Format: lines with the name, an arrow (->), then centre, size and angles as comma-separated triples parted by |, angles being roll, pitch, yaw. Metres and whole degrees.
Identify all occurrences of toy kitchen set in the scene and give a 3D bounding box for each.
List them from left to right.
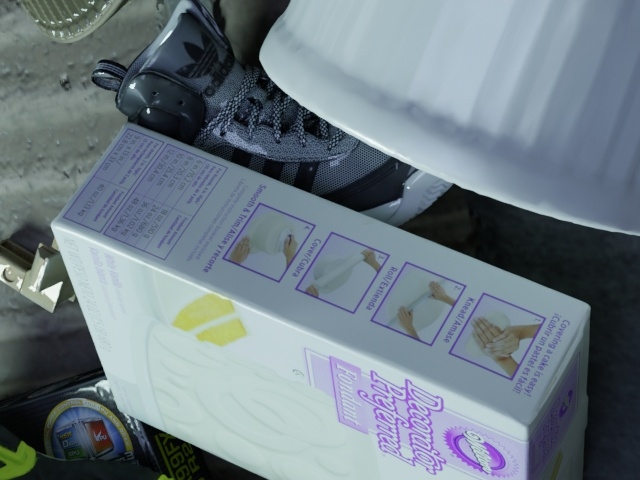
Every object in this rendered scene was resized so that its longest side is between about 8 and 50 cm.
toy kitchen set -> -0.216, 0.003, 1.353 | 0.075, 0.068, 0.083 | 30, 116, 17

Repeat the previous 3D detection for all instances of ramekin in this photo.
ramekin -> 0.117, -0.119, 1.029 | 0.277, 0.277, 0.135 | 26, 108, 18

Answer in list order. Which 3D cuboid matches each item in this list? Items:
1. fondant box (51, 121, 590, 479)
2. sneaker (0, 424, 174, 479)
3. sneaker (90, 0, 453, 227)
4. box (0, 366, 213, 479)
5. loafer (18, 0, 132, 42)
fondant box -> 0.005, 0.080, 1.179 | 0.330, 0.096, 0.238 | 21, 150, 20
sneaker -> -0.192, 0.239, 1.324 | 0.384, 0.145, 0.147 | 25, 137, 22
sneaker -> -0.035, -0.080, 1.166 | 0.268, 0.101, 0.153 | -4, 136, 41
box -> -0.201, 0.223, 1.418 | 0.270, 0.060, 0.216 | -19, 97, 31
loafer -> -0.122, -0.224, 1.225 | 0.268, 0.092, 0.102 | -36, 85, 47
